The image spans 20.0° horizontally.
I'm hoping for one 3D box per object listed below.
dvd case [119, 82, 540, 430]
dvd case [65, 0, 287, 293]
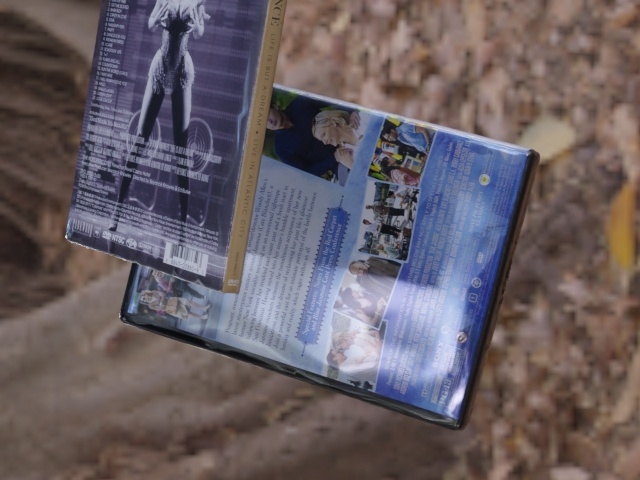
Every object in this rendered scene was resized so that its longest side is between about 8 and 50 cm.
[{"bbox_3d":[0.000,0.000,1.162,0.022,0.253,0.180,3,-78,-67],"label":"dvd case"},{"bbox_3d":[-0.082,-0.094,1.042,0.164,0.018,0.221,16,99,49],"label":"dvd case"}]
